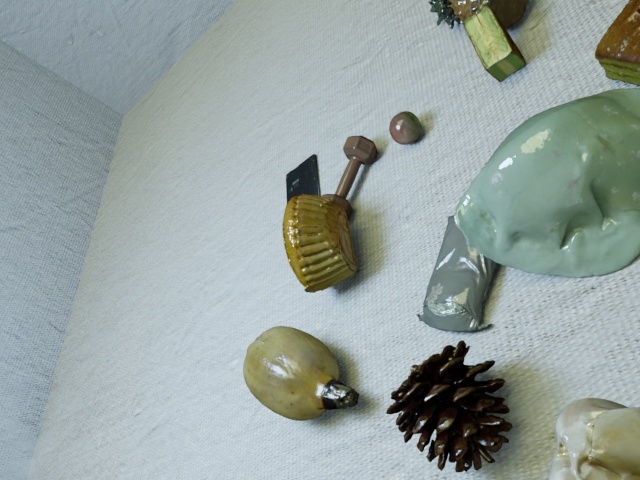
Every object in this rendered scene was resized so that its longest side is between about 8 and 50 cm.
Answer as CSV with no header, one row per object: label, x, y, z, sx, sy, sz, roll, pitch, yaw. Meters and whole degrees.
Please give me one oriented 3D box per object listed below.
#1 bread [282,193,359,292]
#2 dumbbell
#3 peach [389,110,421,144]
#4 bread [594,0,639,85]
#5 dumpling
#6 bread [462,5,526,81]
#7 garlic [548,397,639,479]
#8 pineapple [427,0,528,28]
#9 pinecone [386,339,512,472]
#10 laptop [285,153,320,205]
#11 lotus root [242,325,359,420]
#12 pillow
bread,-0.004,-0.001,1.326,0.139,0.240,0.240,-17,50,18
dumbbell,0.071,-0.160,1.461,0.231,0.092,0.082,-66,9,-10
peach,0.207,-0.274,1.387,0.083,0.083,0.083,-29,46,34
bread,0.610,-0.346,0.945,0.184,0.110,0.234,-53,37,8
dumpling,0.418,-0.105,0.943,0.321,0.270,0.212,-54,6,48
bread,0.385,-0.437,1.254,0.074,0.084,0.139,-33,65,31
garlic,0.377,0.320,0.678,0.185,0.203,0.281,-55,36,38
pineapple,0.352,-0.604,1.390,0.169,0.169,0.340,-54,35,6
pinecone,0.216,0.274,0.914,0.207,0.207,0.208,-29,46,34
laptop,-0.055,-0.161,1.665,0.129,0.016,0.180,-34,44,31
lotus root,-0.044,0.295,1.215,0.309,0.182,0.183,19,80,47
pillow,0.273,0.053,1.100,0.169,0.059,0.255,0,66,52
